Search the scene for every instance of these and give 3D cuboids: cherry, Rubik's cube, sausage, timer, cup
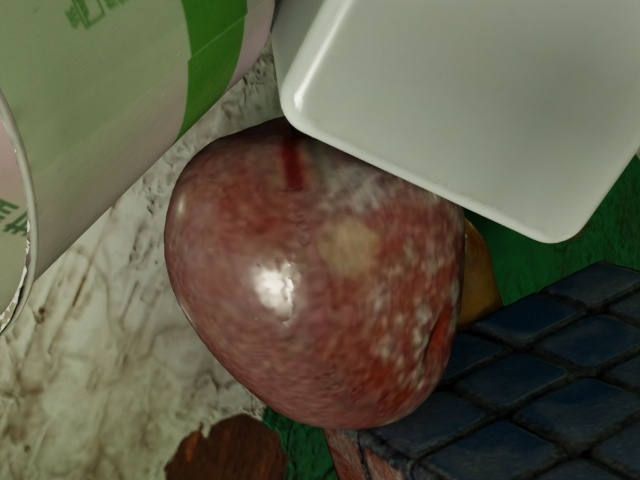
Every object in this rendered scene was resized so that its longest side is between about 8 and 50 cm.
[{"bbox_3d":[0.000,0.000,0.642,0.236,0.213,0.285,-30,113,-29],"label":"cherry"},{"bbox_3d":[0.247,0.251,0.696,0.337,0.344,0.343,-22,108,-20],"label":"Rubik's cube"},{"bbox_3d":[0.147,0.085,0.868,0.109,0.109,0.270,-44,117,-41],"label":"sausage"},{"bbox_3d":[0.093,-0.145,0.517,0.193,0.194,0.195,23,23,-16],"label":"timer"},{"bbox_3d":[-0.166,-0.111,0.465,0.274,0.253,0.253,-46,118,-48],"label":"cup"}]

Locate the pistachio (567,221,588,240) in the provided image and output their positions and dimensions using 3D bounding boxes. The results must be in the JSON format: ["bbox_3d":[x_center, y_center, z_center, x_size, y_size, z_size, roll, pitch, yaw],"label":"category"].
[{"bbox_3d":[0.193,-0.107,0.902,0.261,0.163,0.212,23,35,-41],"label":"pistachio"}]
